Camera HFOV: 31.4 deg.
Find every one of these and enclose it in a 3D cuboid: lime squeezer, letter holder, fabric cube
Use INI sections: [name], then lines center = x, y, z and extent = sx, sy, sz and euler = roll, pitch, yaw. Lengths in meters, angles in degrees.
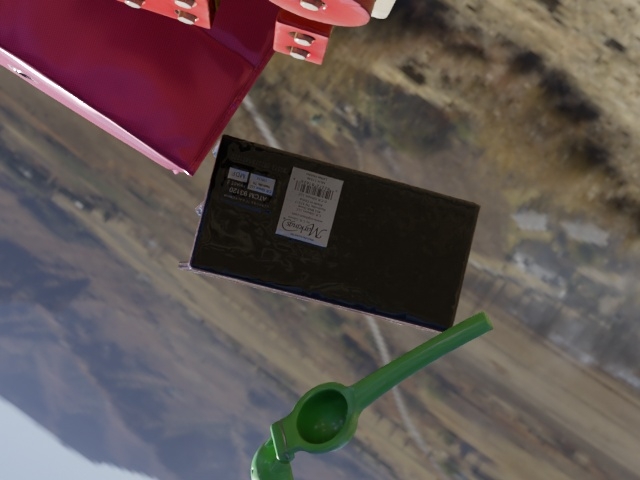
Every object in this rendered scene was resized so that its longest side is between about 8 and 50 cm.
[lime squeezer]
center = 0.013, 0.160, 0.866
extent = 0.110, 0.310, 0.059
euler = 21, -145, -11
[letter holder]
center = 0.000, 0.000, 1.343
extent = 0.302, 0.152, 0.214
euler = 15, 174, -10
[fabric cube]
center = -0.184, -0.239, 1.201
extent = 0.258, 0.259, 0.254
euler = 34, 177, -12

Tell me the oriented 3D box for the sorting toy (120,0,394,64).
[sorting toy]
center = -0.062, -0.222, 0.870
extent = 0.257, 0.089, 0.255
euler = 18, 174, -3
